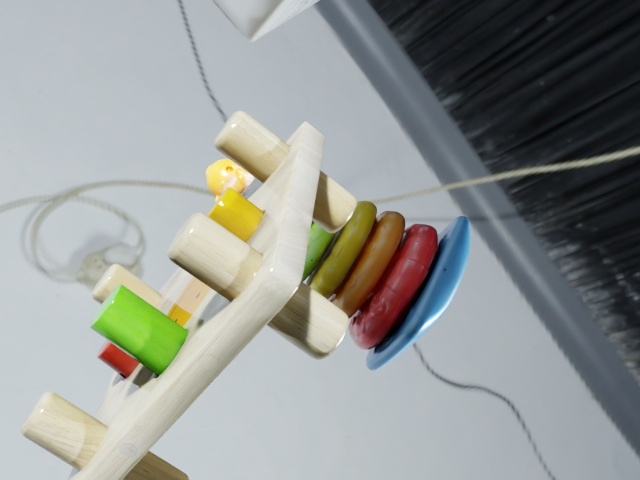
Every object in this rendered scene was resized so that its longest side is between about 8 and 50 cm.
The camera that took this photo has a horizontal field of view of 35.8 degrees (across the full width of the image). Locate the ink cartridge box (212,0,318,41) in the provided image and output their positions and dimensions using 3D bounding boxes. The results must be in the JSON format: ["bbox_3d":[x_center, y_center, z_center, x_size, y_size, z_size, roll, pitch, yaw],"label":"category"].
[{"bbox_3d":[0.044,-0.318,0.790,0.131,0.226,0.306,50,51,0],"label":"ink cartridge box"}]

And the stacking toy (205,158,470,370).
[{"bbox_3d":[0.000,0.000,1.126,0.301,0.166,0.175,30,60,-5],"label":"stacking toy"}]

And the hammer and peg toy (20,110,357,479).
[{"bbox_3d":[-0.123,0.080,0.769,0.127,0.361,0.266,36,25,-14],"label":"hammer and peg toy"}]
